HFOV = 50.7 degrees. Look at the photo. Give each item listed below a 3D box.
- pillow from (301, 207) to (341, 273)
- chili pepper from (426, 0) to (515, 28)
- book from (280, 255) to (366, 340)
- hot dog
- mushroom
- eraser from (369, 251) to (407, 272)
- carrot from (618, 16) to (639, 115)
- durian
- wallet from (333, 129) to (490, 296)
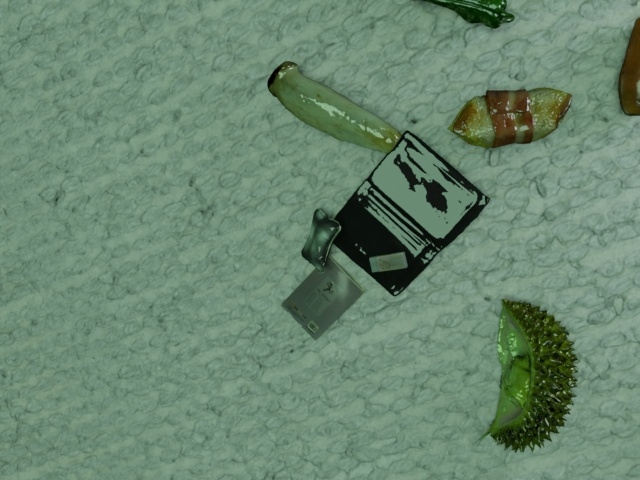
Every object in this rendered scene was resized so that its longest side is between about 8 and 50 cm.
[{"bbox_3d":[-0.002,0.000,1.582,0.091,0.055,0.135,29,110,17],"label":"pillow"},{"bbox_3d":[0.289,-0.508,1.423,0.257,0.100,0.074,20,96,14],"label":"chili pepper"},{"bbox_3d":[0.005,0.139,1.630,0.127,0.014,0.181,45,106,5],"label":"book"},{"bbox_3d":[0.396,-0.258,1.434,0.262,0.093,0.123,-3,88,0],"label":"hot dog"},{"bbox_3d":[0.024,-0.288,1.524,0.333,0.107,0.087,33,62,7],"label":"mushroom"},{"bbox_3d":[0.155,0.050,1.544,0.083,0.019,0.038,-10,101,24],"label":"eraser"},{"bbox_3d":[0.648,-0.350,1.360,0.087,0.087,0.193,2,96,15],"label":"carrot"},{"bbox_3d":[0.468,0.315,1.503,0.169,0.157,0.355,17,103,49],"label":"durian"},{"bbox_3d":[0.188,-0.052,1.540,0.247,0.041,0.323,42,112,6],"label":"wallet"}]
